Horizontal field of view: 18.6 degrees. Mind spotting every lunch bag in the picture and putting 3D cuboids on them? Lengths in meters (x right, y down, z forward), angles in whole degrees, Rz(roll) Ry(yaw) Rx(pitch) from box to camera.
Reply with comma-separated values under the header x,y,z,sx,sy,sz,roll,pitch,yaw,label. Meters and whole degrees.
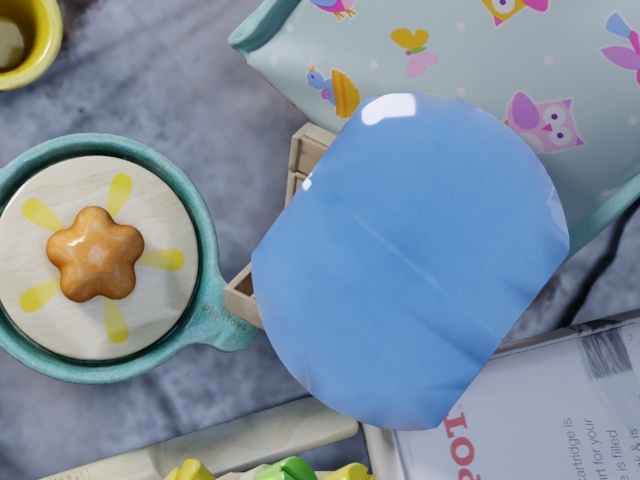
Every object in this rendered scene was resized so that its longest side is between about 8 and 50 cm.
x,y,z,sx,sy,sz,roll,pitch,yaw,label
0.118,-0.129,1.008,0.223,0.262,0.160,44,40,-2,lunch bag

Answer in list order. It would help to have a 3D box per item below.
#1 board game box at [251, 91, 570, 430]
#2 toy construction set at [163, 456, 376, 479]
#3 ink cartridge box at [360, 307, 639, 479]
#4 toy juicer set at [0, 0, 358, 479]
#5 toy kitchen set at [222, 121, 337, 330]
x,y,z,sx,sy,sz,roll,pitch,yaw,label
0.047,0.009,0.988,0.133,0.033,0.169,40,102,19,board game box
-0.112,0.160,0.955,0.327,0.151,0.215,23,48,-25,toy construction set
0.179,0.142,1.071,0.283,0.117,0.207,-13,88,-10,ink cartridge box
-0.150,0.033,1.043,0.209,0.089,0.329,-37,92,-10,toy juicer set
0.000,0.000,1.020,0.068,0.083,0.075,25,44,20,toy kitchen set
